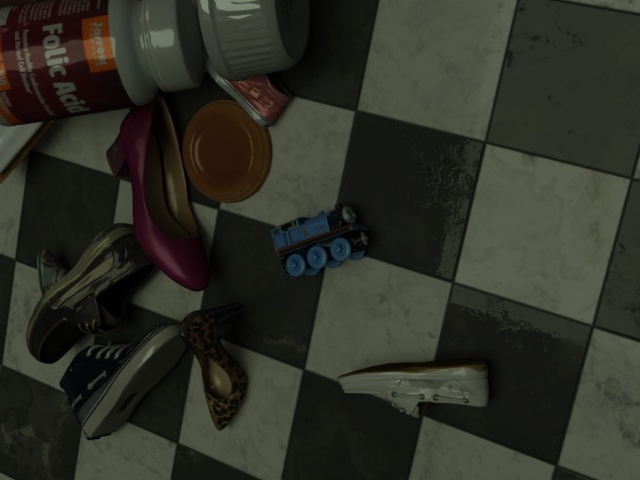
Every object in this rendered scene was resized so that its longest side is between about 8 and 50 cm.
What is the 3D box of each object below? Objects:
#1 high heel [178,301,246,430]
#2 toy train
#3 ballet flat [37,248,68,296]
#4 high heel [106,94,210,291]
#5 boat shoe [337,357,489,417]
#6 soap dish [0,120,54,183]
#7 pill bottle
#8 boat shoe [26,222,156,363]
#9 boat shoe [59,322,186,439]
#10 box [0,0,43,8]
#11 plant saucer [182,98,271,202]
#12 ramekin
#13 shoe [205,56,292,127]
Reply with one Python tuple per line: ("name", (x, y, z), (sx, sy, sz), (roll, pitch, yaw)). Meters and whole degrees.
("high heel", (-0.221, 0.252, 1.947), (0.093, 0.186, 0.261), (10, 100, 27))
("toy train", (0.000, 0.000, 1.863), (0.184, 0.080, 0.105), (-20, 80, 29))
("ballet flat", (-0.556, 0.126, 2.186), (0.079, 0.077, 0.222), (4, 103, 9))
("high heel", (-0.288, -0.091, 1.971), (0.181, 0.127, 0.377), (-45, 71, 36))
("boat shoe", (0.160, 0.264, 1.794), (0.277, 0.098, 0.096), (-6, 92, 28))
("soap dish", (-0.699, -0.298, 2.126), (0.291, 0.118, 0.229), (43, 111, -8))
("pill bottle", (-0.430, -0.348, 1.918), (0.392, 0.224, 0.224), (-8, 92, 8))
("boat shoe", (-0.463, 0.128, 2.069), (0.130, 0.132, 0.355), (47, 108, 26))
("boat shoe", (-0.413, 0.247, 2.086), (0.340, 0.127, 0.158), (-48, 67, 23))
("box", (-0.500, -0.523, 2.005), (0.381, 0.191, 0.143), (-10, 91, 28))
("plant saucer", (-0.186, -0.171, 1.965), (0.200, 0.037, 0.200), (3, 97, 28))
("ramekin", (-0.106, -0.412, 1.773), (0.127, 0.273, 0.273), (0, 96, 15))
("shoe", (-0.132, -0.298, 1.909), (0.178, 0.063, 0.081), (47, 113, 10))
